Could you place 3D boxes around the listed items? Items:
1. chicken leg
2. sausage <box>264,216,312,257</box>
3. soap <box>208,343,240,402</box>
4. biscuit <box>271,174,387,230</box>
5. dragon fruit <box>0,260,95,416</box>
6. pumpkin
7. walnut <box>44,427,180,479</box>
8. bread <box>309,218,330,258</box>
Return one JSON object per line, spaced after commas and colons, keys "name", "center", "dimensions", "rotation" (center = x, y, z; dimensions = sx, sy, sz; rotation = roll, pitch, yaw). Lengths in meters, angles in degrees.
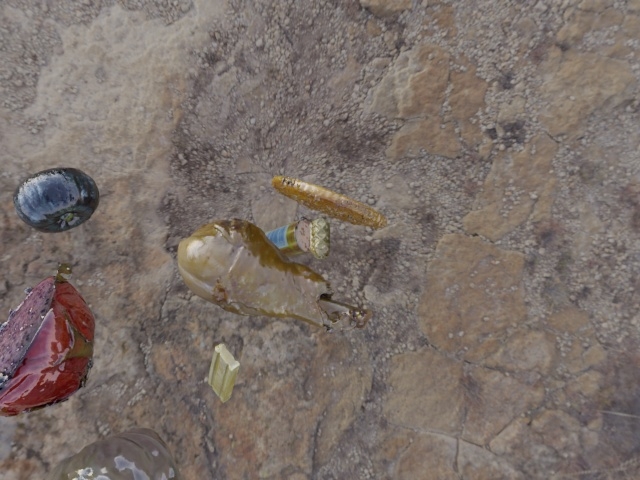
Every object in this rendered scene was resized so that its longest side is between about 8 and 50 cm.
{"name": "chicken leg", "center": [-0.087, 0.085, 0.912], "dimensions": [0.409, 0.295, 0.182], "rotation": [20, 85, 3]}
{"name": "sausage", "center": [-0.131, 0.010, 1.525], "dimensions": [0.125, 0.317, 0.117], "rotation": [46, 56, -22]}
{"name": "soap", "center": [-0.311, 0.426, 1.359], "dimensions": [0.037, 0.252, 0.092], "rotation": [-29, 63, -38]}
{"name": "biscuit", "center": [0.017, -0.073, 0.880], "dimensions": [0.253, 0.254, 0.035], "rotation": [21, 90, -8]}
{"name": "dragon fruit", "center": [-0.427, 0.180, 0.686], "dimensions": [0.218, 0.224, 0.148], "rotation": [-33, 130, 24]}
{"name": "pumpkin", "center": [-0.811, -0.127, 1.320], "dimensions": [0.233, 0.233, 0.163], "rotation": [-32, 82, -2]}
{"name": "walnut", "center": [-0.349, 0.453, 0.718], "dimensions": [0.248, 0.248, 0.249], "rotation": [-1, 97, -6]}
{"name": "bread", "center": [0.000, 0.000, 1.200], "dimensions": [0.060, 0.066, 0.111], "rotation": [2, 72, -15]}
